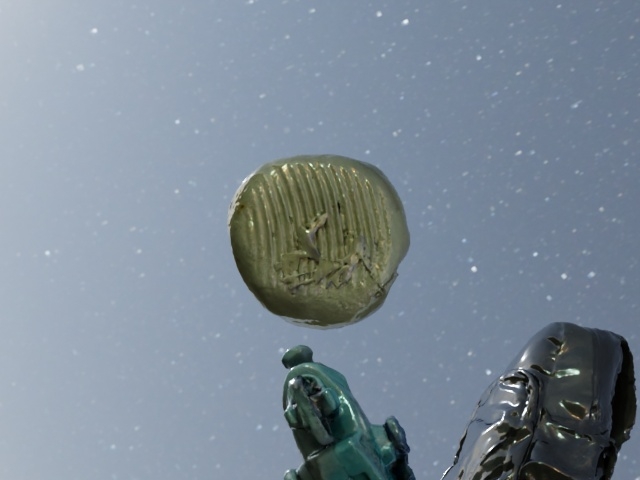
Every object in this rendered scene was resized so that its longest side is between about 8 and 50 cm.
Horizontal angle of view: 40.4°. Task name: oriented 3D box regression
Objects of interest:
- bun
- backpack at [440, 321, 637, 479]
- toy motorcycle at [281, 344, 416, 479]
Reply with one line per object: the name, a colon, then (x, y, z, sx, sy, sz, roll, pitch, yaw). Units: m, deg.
bun: (-0.004, 0.004, 1.270, 0.273, 0.273, 0.168, 52, -13, 12)
backpack: (0.378, 0.335, 1.464, 0.254, 0.446, 0.363, 30, -28, -2)
toy motorcycle: (0.027, 0.246, 1.039, 0.260, 0.154, 0.206, 61, 4, -16)
